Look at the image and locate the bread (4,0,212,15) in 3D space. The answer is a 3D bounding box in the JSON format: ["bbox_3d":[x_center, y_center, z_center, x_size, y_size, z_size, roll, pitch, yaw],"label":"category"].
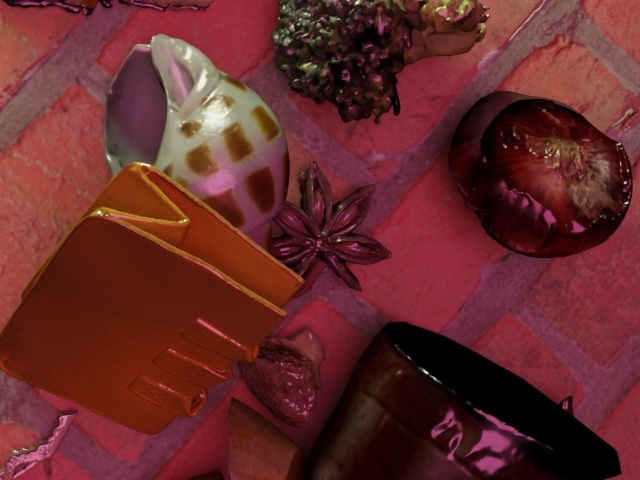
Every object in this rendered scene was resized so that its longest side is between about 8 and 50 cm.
[{"bbox_3d":[-0.229,-0.508,1.575,0.346,0.242,0.405,17,123,-15],"label":"bread"}]

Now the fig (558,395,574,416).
[{"bbox_3d":[0.347,0.305,1.690,0.109,0.103,0.154,4,101,-33],"label":"fig"}]

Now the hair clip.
[{"bbox_3d":[-0.425,0.318,1.574,0.226,0.034,0.072,-32,102,-10],"label":"hair clip"}]

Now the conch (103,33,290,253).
[{"bbox_3d":[-0.159,-0.086,1.510,0.249,0.197,0.368,-10,70,26],"label":"conch"}]

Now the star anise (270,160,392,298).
[{"bbox_3d":[-0.006,-0.015,1.618,0.212,0.073,0.197,-7,97,-13],"label":"star anise"}]

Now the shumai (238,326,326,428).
[{"bbox_3d":[-0.043,0.180,1.603,0.116,0.145,0.145,-36,99,-26],"label":"shumai"}]

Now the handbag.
[{"bbox_3d":[-0.227,0.096,1.450,0.283,0.401,0.133,35,44,-11],"label":"handbag"}]

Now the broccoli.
[{"bbox_3d":[0.086,-0.313,1.546,0.281,0.348,0.293,11,134,-20],"label":"broccoli"}]

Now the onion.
[{"bbox_3d":[0.302,-0.082,1.629,0.272,0.195,0.272,9,51,-11],"label":"onion"}]

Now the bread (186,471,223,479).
[{"bbox_3d":[-0.204,0.453,1.568,0.147,0.160,0.260,2,96,-3],"label":"bread"}]

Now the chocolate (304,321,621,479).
[{"bbox_3d":[0.161,0.335,1.541,0.384,0.383,0.331,26,98,-11],"label":"chocolate"}]

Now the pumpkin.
[{"bbox_3d":[-0.071,0.327,1.543,0.110,0.217,0.217,2,93,-1],"label":"pumpkin"}]
